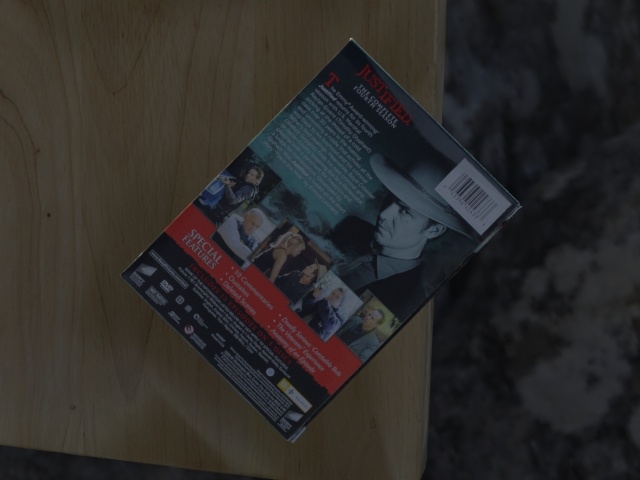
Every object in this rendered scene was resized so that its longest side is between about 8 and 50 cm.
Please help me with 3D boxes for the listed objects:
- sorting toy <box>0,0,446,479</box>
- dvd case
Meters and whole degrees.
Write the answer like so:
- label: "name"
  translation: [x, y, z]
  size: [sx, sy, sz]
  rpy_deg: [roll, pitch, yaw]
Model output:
- label: "sorting toy"
  translation: [-0.062, -0.023, 0.976]
  size: [0.255, 0.257, 0.089]
  rpy_deg: [6, 15, 14]
- label: "dvd case"
  translation: [0.000, 0.000, 0.704]
  size: [0.119, 0.087, 0.013]
  rpy_deg: [-46, -1, 4]
